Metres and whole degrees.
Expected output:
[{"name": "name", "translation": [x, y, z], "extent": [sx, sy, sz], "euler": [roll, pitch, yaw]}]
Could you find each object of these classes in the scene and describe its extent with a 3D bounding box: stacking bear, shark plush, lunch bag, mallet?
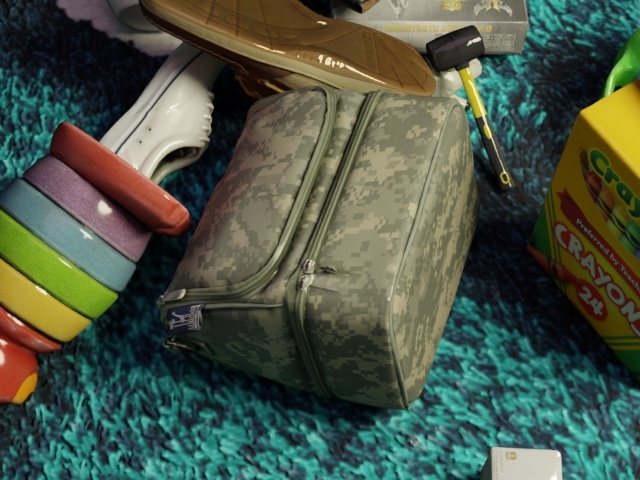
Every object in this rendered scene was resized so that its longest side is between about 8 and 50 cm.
[{"name": "stacking bear", "translation": [-0.277, 0.044, 1.161], "extent": [0.164, 0.175, 0.289], "euler": [37, 84, 0]}, {"name": "shark plush", "translation": [0.112, -0.185, 1.402], "extent": [0.161, 0.073, 0.067], "euler": [-16, 36, 5]}, {"name": "lunch bag", "translation": [0.000, 0.000, 1.196], "extent": [0.256, 0.212, 0.305], "euler": [8, 58, 21]}, {"name": "mallet", "translation": [0.168, -0.143, 1.333], "extent": [0.062, 0.039, 0.189], "euler": [-14, 93, -2]}]

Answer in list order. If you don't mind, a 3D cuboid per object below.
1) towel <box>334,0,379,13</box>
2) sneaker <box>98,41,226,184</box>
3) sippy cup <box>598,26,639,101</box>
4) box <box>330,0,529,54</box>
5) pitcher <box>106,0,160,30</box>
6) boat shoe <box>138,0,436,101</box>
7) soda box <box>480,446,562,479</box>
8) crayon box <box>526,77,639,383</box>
[{"name": "towel", "translation": [0.005, -0.422, 1.469], "extent": [0.370, 0.040, 0.271], "euler": [32, 63, 33]}, {"name": "sneaker", "translation": [-0.160, -0.133, 1.333], "extent": [0.091, 0.094, 0.258], "euler": [34, 72, 5]}, {"name": "sippy cup", "translation": [0.478, -0.162, 1.304], "extent": [0.240, 0.305, 0.224], "euler": [-4, 61, -56]}, {"name": "box", "translation": [0.125, -0.308, 1.443], "extent": [0.231, 0.056, 0.183], "euler": [1, 52, -1]}, {"name": "pitcher", "translation": [-0.226, -0.358, 1.424], "extent": [0.178, 0.125, 0.207], "euler": [-7, 76, 18]}, {"name": "boat shoe", "translation": [-0.047, -0.194, 1.297], "extent": [0.342, 0.123, 0.123], "euler": [16, 46, -21]}, {"name": "soda box", "translation": [0.187, 0.304, 1.095], "extent": [0.069, 0.074, 0.216], "euler": [3, 60, -1]}, {"name": "crayon box", "translation": [0.315, -0.012, 1.141], "extent": [0.081, 0.318, 0.202], "euler": [-29, 65, -17]}]
